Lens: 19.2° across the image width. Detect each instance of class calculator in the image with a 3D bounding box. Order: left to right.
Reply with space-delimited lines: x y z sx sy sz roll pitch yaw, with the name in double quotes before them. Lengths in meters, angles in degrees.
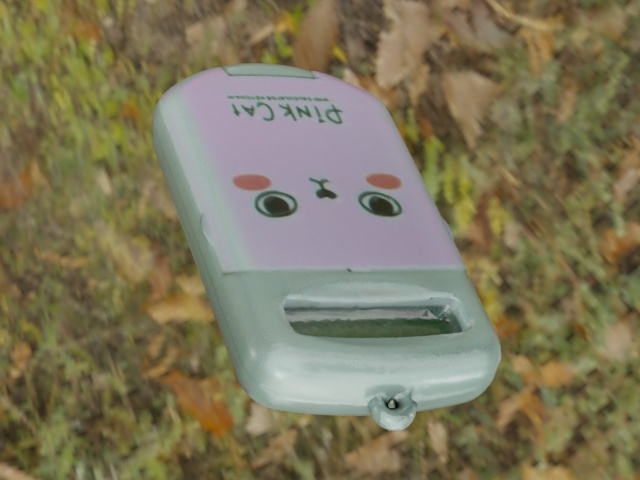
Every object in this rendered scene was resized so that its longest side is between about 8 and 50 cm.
"calculator" 0.000 0.000 0.966 0.141 0.246 0.045 1 136 -25
